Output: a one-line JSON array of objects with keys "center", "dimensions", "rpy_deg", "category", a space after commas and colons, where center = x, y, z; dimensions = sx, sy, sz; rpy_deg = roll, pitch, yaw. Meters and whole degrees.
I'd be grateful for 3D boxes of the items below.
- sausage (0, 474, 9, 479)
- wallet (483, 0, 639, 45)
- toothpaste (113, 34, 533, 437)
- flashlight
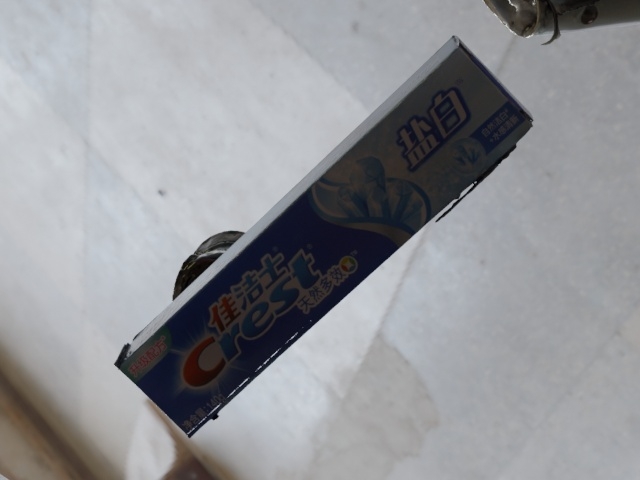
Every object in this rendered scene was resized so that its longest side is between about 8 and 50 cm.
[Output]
[{"center": [-0.240, 0.299, 1.115], "dimensions": [0.258, 0.133, 0.133], "rpy_deg": [33, 153, -10], "category": "sausage"}, {"center": [0.202, -0.213, 0.906], "dimensions": [0.170, 0.231, 0.069], "rpy_deg": [57, 147, 36], "category": "wallet"}, {"center": [0.000, 0.000, 0.734], "dimensions": [0.066, 0.272, 0.053], "rpy_deg": [45, -167, -9], "category": "toothpaste"}, {"center": [-0.083, 0.039, 1.140], "dimensions": [0.093, 0.093, 0.232], "rpy_deg": [53, 180, -4], "category": "flashlight"}]
